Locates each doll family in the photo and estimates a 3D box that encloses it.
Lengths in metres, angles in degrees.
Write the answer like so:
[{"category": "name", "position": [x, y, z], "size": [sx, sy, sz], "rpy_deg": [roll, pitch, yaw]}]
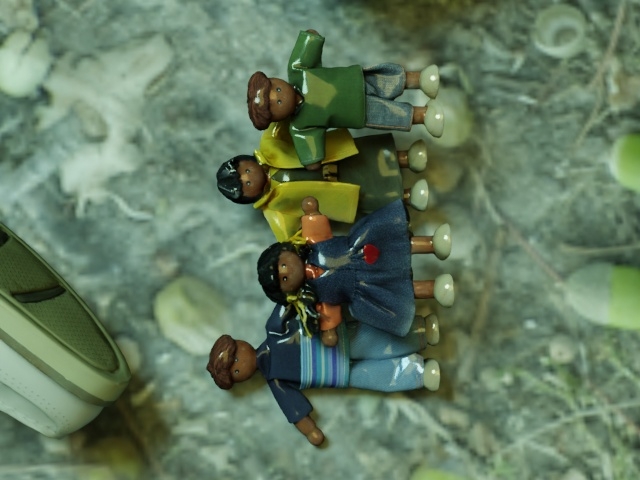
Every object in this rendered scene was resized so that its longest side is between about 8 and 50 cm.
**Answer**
[{"category": "doll family", "position": [0.000, 0.000, 0.788], "size": [0.111, 0.076, 0.193], "rpy_deg": [-2, 80, -13]}]

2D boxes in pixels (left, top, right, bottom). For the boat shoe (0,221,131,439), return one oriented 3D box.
[{"category": "boat shoe", "position": [-0.229, 0.005, 0.745], "size": [0.302, 0.113, 0.103], "rpy_deg": [36, 96, 0]}]
